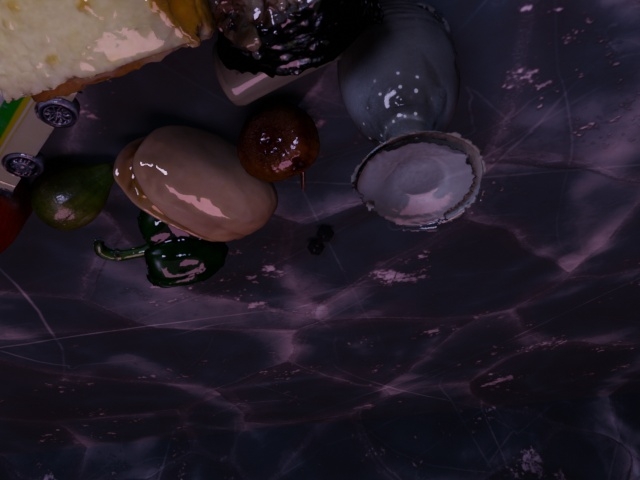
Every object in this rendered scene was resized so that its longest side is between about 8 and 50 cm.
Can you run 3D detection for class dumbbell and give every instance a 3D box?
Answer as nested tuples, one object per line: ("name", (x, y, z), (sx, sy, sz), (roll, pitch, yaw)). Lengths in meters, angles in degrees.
("dumbbell", (0.000, 0.000, 1.542), (0.036, 0.040, 0.083), (32, 140, -2))

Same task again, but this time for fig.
("fig", (-0.442, -0.091, 1.235), (0.156, 0.123, 0.123), (-29, 144, 12))
("fig", (-0.050, -0.161, 1.209), (0.146, 0.134, 0.201), (-6, 168, 26))

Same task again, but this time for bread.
("bread", (-0.264, -0.339, 0.649), (0.236, 0.165, 0.376), (-14, 108, 12))

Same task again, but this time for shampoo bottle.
("shampoo bottle", (-0.038, -0.291, 0.987), (0.234, 0.118, 0.087), (-20, 148, 20))

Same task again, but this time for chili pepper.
("chili pepper", (-0.319, 0.006, 1.368), (0.260, 0.174, 0.165), (-8, -174, -2))

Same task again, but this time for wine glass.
("wine glass", (0.119, -0.193, 0.968), (0.190, 0.357, 0.191), (0, 138, 0))

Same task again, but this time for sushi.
("sushi", (-0.049, -0.336, 0.811), (0.225, 0.239, 0.219), (-23, 144, -4))

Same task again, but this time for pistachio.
("pistachio", (-0.212, -0.102, 1.225), (0.299, 0.188, 0.187), (25, 136, -34))

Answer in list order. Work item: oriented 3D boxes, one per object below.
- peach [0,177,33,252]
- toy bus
("peach", (-0.651, -0.031, 1.143), (0.361, 0.201, 0.258), (4, 137, -45))
("toy bus", (-0.475, -0.211, 1.006), (0.179, 0.143, 0.305), (21, 140, -33))
